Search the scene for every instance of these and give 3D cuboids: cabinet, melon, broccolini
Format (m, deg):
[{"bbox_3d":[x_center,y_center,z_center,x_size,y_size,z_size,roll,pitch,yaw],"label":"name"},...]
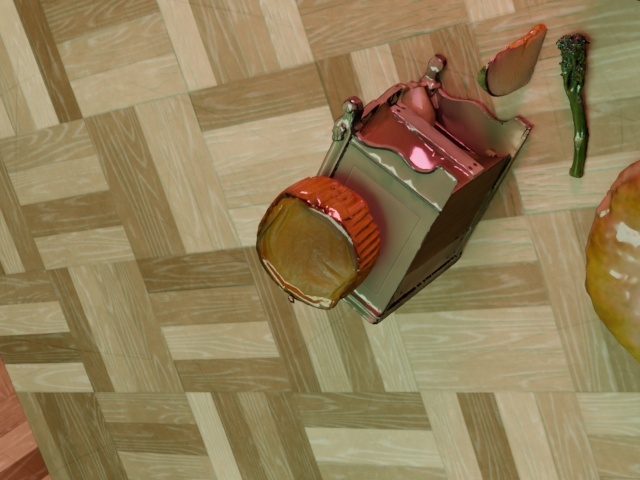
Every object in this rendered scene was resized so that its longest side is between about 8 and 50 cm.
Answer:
[{"bbox_3d":[0.135,-0.091,1.881,0.227,0.290,0.318,39,130,17],"label":"cabinet"},{"bbox_3d":[0.279,-0.262,1.753,0.054,0.182,0.098,41,136,14],"label":"melon"},{"bbox_3d":[0.394,-0.207,1.789,0.054,0.051,0.239,8,124,29],"label":"broccolini"}]

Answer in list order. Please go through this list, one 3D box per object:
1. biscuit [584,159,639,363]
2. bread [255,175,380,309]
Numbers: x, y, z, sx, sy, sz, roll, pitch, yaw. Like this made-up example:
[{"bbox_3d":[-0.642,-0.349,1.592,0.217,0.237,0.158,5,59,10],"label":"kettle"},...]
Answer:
[{"bbox_3d":[0.608,0.058,1.710,0.446,0.104,0.429,35,129,16],"label":"biscuit"},{"bbox_3d":[-0.001,-0.001,1.769,0.199,0.104,0.199,18,125,27],"label":"bread"}]
